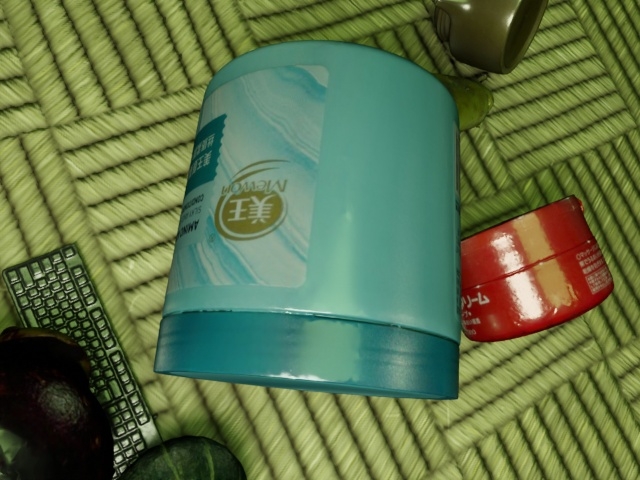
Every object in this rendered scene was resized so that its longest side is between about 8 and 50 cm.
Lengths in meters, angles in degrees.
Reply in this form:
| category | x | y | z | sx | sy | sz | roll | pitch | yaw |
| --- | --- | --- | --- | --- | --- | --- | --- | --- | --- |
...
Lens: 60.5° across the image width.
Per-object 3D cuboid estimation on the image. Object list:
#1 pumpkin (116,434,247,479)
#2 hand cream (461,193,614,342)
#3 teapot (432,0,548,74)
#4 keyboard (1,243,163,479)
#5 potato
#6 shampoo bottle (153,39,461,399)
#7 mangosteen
| category | x | y | z | sx | sy | sz | roll | pitch | yaw |
| --- | --- | --- | --- | --- | --- | --- | --- | --- | --- |
| pumpkin | -0.162 | 0.306 | 0.627 | 0.167 | 0.167 | 0.125 | -19 | 42 | -21 |
| hand cream | 0.285 | 0.041 | 0.790 | 0.230 | 0.230 | 0.149 | -24 | 86 | -21 |
| teapot | 0.277 | -0.397 | 0.933 | 0.175 | 0.186 | 0.267 | 32 | 33 | 23 |
| keyboard | -0.289 | 0.158 | 0.688 | 0.101 | 0.018 | 0.310 | -24 | 85 | -20 |
| potato | 0.195 | -0.220 | 0.897 | 0.225 | 0.090 | 0.117 | -14 | 75 | -27 |
| shampoo bottle | 0.000 | 0.000 | 0.651 | 0.331 | 0.331 | 0.343 | 11 | 73 | -15 |
| mangosteen | -0.329 | 0.209 | 0.539 | 0.233 | 0.287 | 0.288 | 35 | 69 | -5 |
